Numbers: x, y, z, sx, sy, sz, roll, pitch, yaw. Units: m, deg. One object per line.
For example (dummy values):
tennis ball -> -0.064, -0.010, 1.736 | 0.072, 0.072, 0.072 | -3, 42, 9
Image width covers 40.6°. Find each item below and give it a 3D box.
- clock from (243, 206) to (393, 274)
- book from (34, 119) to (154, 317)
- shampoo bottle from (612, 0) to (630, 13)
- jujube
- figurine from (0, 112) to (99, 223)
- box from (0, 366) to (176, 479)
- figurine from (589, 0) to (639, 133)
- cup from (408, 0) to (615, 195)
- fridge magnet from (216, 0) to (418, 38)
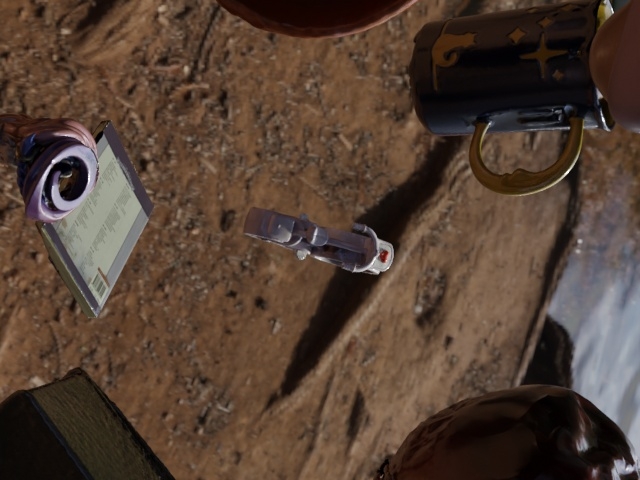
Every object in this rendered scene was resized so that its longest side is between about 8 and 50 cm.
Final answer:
clock -> 0.000, 0.000, 0.740 | 0.129, 0.087, 0.041 | 18, 85, -22
book -> -0.296, -0.033, 1.151 | 0.231, 0.026, 0.158 | -75, 154, -48
shampoo bottle -> 0.531, -0.388, 1.074 | 0.331, 0.331, 0.343 | 57, 35, -41
jujube -> 0.134, 0.189, 0.575 | 0.243, 0.183, 0.184 | -10, 107, -52
figurine -> -0.320, -0.100, 0.990 | 0.114, 0.157, 0.126 | -46, 152, 1
box -> -0.272, 0.299, 0.945 | 0.184, 0.273, 0.143 | -41, 171, 8
figurine -> 0.226, -0.064, 0.493 | 0.176, 0.186, 0.288 | -28, 126, -29
cup -> 0.250, -0.203, 1.157 | 0.255, 0.256, 0.178 | -61, 140, -44
fridge magnet -> -0.010, -0.374, 0.809 | 0.155, 0.363, 0.364 | -27, 121, -63
